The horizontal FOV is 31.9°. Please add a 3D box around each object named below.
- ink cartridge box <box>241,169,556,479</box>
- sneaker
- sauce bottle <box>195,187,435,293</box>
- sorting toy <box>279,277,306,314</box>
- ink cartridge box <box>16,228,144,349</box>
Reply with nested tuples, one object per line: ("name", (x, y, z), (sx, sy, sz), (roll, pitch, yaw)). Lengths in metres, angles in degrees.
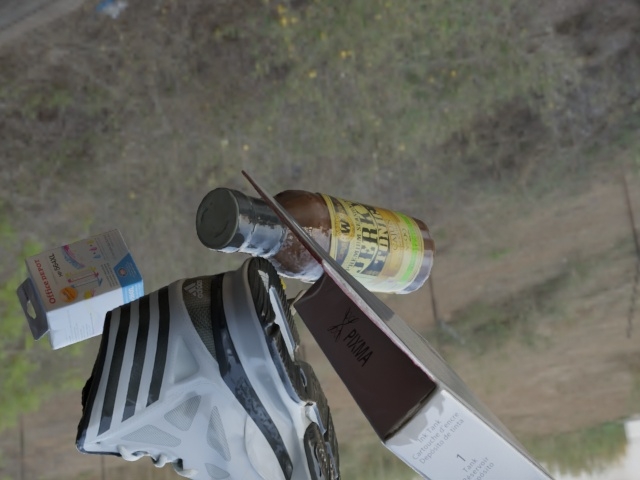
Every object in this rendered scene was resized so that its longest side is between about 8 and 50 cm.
("ink cartridge box", (0.033, 0.079, 0.898), (0.261, 0.066, 0.296), (43, -178, -21))
("sneaker", (-0.127, 0.224, 1.285), (0.258, 0.169, 0.447), (-12, 123, 7))
("sauce bottle", (0.000, 0.000, 1.331), (0.111, 0.111, 0.344), (-21, 161, 38))
("sorting toy", (-0.127, 0.144, 1.809), (0.229, 0.041, 0.307), (-19, -163, 29))
("ink cartridge box", (-0.306, 0.065, 1.418), (0.143, 0.092, 0.090), (-19, 148, -20))
